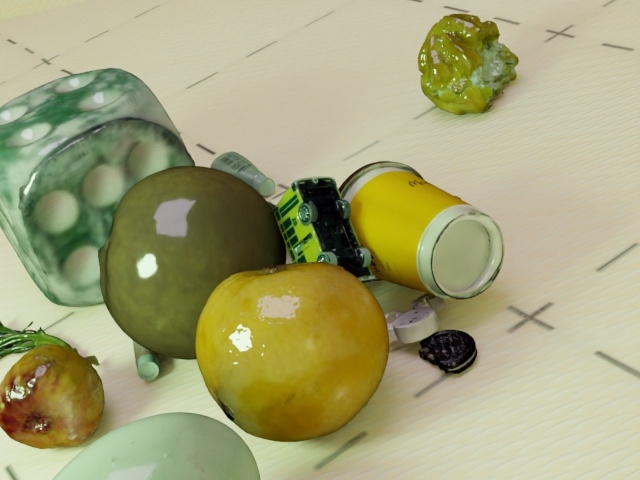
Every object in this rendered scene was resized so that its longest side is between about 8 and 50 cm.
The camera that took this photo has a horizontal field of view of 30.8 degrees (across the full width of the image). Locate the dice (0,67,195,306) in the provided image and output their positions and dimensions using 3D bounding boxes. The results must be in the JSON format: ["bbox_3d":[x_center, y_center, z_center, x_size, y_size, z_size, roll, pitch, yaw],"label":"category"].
[{"bbox_3d":[-0.422,-0.099,2.118,0.328,0.330,0.348,-30,30,-18],"label":"dice"}]

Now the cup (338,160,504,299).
[{"bbox_3d":[0.142,-0.010,1.758,0.196,0.196,0.279,-31,26,-20],"label":"cup"}]

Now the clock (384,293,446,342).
[{"bbox_3d":[0.140,0.113,1.717,0.087,0.041,0.129,-17,15,27],"label":"clock"}]

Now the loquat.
[{"bbox_3d":[-0.035,0.141,1.572,0.263,0.263,0.263,-14,30,8],"label":"loquat"}]

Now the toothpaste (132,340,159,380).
[{"bbox_3d":[-0.287,0.164,1.901,0.056,0.036,0.205,-19,25,-2],"label":"toothpaste"}]

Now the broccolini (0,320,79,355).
[{"bbox_3d":[-0.514,0.192,1.974,0.271,0.062,0.123,10,51,37],"label":"broccolini"}]

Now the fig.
[{"bbox_3d":[-0.389,0.223,1.783,0.159,0.159,0.257,-12,9,12],"label":"fig"}]

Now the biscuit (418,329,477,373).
[{"bbox_3d":[0.178,0.158,1.642,0.089,0.027,0.087,-6,30,22],"label":"biscuit"}]

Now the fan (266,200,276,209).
[{"bbox_3d":[-0.120,-0.059,1.958,0.182,0.310,0.010,-3,70,26],"label":"fan"}]

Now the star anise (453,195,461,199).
[{"bbox_3d":[0.096,-0.063,1.953,0.218,0.148,0.227,35,59,8],"label":"star anise"}]

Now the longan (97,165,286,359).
[{"bbox_3d":[-0.201,0.036,1.795,0.319,0.319,0.319,-14,30,8],"label":"longan"}]

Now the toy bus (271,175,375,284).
[{"bbox_3d":[0.000,0.000,1.732,0.088,0.175,0.101,-7,-23,-38],"label":"toy bus"}]

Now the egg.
[{"bbox_3d":[-0.230,0.353,1.350,0.371,0.230,0.230,-39,35,-21],"label":"egg"}]

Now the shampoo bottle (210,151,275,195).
[{"bbox_3d":[-0.149,-0.132,2.304,0.069,0.041,0.190,-26,30,-22],"label":"shampoo bottle"}]

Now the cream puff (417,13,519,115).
[{"bbox_3d":[0.277,-0.358,2.304,0.194,0.195,0.221,1,32,31],"label":"cream puff"}]
